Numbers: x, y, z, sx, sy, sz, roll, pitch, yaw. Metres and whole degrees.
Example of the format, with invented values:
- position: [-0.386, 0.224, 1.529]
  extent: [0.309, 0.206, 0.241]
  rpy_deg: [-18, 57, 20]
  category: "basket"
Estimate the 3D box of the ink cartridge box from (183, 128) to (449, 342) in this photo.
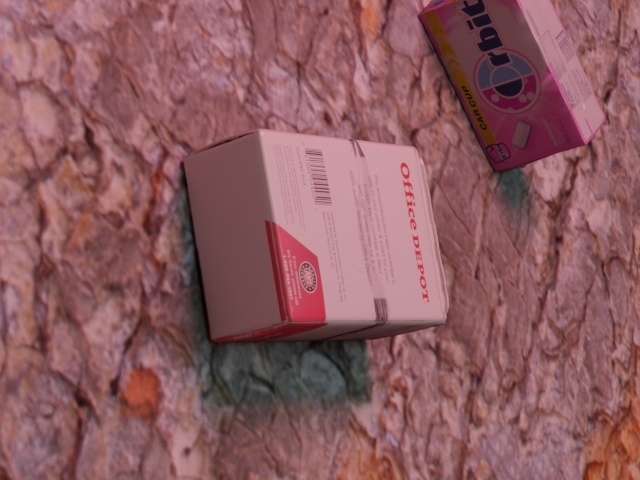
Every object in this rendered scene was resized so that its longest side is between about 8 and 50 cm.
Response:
- position: [0.000, 0.000, 1.577]
  extent: [0.218, 0.092, 0.158]
  rpy_deg: [2, 75, -51]
  category: "ink cartridge box"

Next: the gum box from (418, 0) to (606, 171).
- position: [0.189, -0.163, 1.874]
  extent: [0.062, 0.107, 0.188]
  rpy_deg: [-46, 114, -50]
  category: "gum box"
